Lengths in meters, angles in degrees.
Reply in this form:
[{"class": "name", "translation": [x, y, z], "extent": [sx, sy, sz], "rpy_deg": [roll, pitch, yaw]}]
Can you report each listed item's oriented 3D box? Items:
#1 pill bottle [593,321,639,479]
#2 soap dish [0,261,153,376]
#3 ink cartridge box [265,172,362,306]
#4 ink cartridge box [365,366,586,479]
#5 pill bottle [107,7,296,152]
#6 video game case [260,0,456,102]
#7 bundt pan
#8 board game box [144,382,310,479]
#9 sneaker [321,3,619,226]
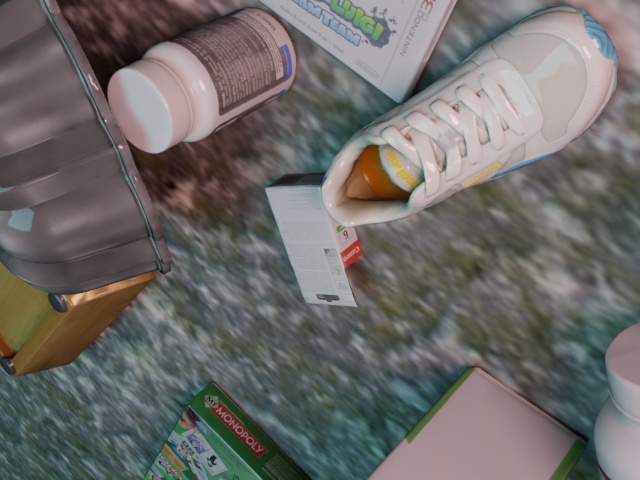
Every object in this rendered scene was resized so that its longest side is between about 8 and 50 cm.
[{"class": "pill bottle", "translation": [0.247, 0.162, 0.586], "extent": [0.121, 0.121, 0.216], "rpy_deg": [5, 120, 40]}, {"class": "soap dish", "translation": [-0.328, 0.019, 1.007], "extent": [0.229, 0.118, 0.291], "rpy_deg": [52, 140, 1]}, {"class": "ink cartridge box", "translation": [0.000, 0.000, 0.766], "extent": [0.063, 0.029, 0.115], "rpy_deg": [1, 119, 41]}, {"class": "ink cartridge box", "translation": [0.084, 0.274, 0.746], "extent": [0.117, 0.201, 0.278], "rpy_deg": [33, 135, 21]}, {"class": "pill bottle", "translation": [-0.089, -0.122, 0.680], "extent": [0.078, 0.137, 0.078], "rpy_deg": [22, 130, 30]}, {"class": "video game case", "translation": [0.024, -0.194, 0.619], "extent": [0.157, 0.019, 0.143], "rpy_deg": [39, 136, 15]}, {"class": "bundt pan", "translation": [-0.252, -0.093, 0.753], "extent": [0.330, 0.124, 0.330], "rpy_deg": [55, 163, 26]}, {"class": "board game box", "translation": [-0.059, 0.333, 1.034], "extent": [0.317, 0.046, 0.213], "rpy_deg": [44, 138, 10]}, {"class": "sneaker", "translation": [0.093, -0.068, 0.589], "extent": [0.229, 0.092, 0.087], "rpy_deg": [-33, 91, 47]}]
